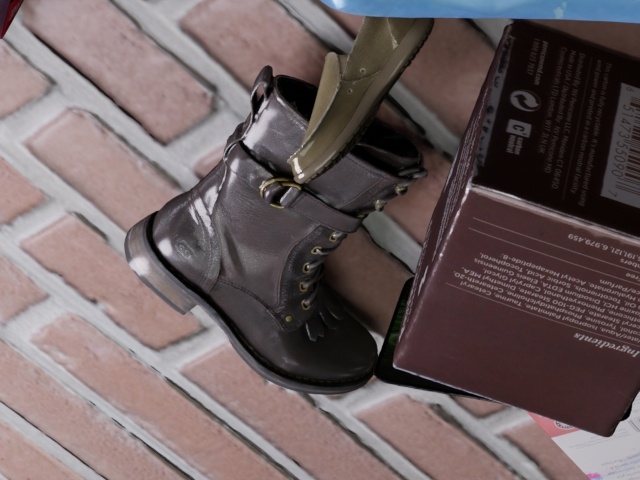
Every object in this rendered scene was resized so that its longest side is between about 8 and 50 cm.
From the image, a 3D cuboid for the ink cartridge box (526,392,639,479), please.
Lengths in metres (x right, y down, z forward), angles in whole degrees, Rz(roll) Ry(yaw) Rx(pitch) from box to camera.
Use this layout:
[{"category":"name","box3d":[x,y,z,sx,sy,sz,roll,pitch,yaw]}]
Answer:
[{"category":"ink cartridge box","box3d":[0.273,0.159,1.380,0.115,0.067,0.198,-22,124,36]}]

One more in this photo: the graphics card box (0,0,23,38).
[{"category":"graphics card box","box3d":[-0.239,-0.305,0.975,0.233,0.094,0.371,24,137,-7]}]

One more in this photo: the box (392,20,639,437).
[{"category":"box","box3d":[0.166,-0.005,1.162,0.167,0.168,0.203,18,138,0]}]

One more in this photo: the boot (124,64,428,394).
[{"category":"boot","box3d":[0.000,0.000,1.293,0.263,0.091,0.229,32,129,-26]}]

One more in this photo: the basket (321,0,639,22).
[{"category":"basket","box3d":[0.146,-0.200,0.868,0.255,0.289,0.201,6,137,14]}]

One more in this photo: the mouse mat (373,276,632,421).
[{"category":"mouse mat","box3d":[0.145,0.079,1.276,0.190,0.152,0.007,8,121,10]}]

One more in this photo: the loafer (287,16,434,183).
[{"category":"loafer","box3d":[0.020,-0.105,1.165,0.050,0.056,0.148,37,97,5]}]
